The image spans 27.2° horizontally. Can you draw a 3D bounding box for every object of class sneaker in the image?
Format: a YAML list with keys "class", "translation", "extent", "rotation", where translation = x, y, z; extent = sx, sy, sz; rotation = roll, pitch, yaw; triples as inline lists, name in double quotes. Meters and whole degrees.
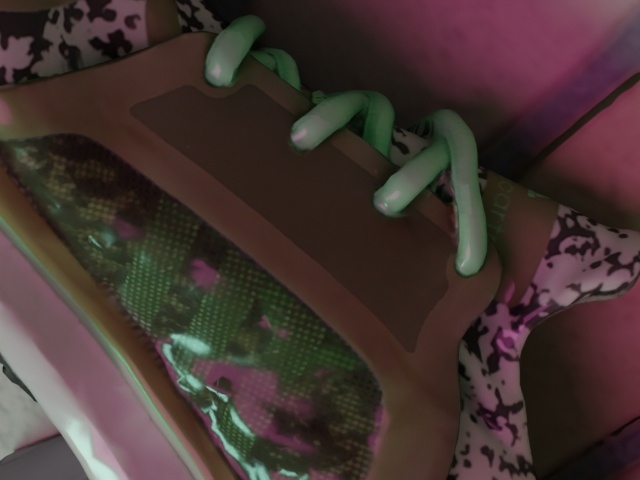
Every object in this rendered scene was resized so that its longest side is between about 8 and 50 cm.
- class: "sneaker"
  translation: [0.000, 0.000, 0.405]
  extent: [0.182, 0.158, 0.410]
  rotation: [-21, 106, 8]

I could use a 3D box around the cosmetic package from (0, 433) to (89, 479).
- class: "cosmetic package"
  translation: [-0.098, 0.222, 0.515]
  extent: [0.138, 0.224, 0.224]
  rotation: [-25, 102, 40]
